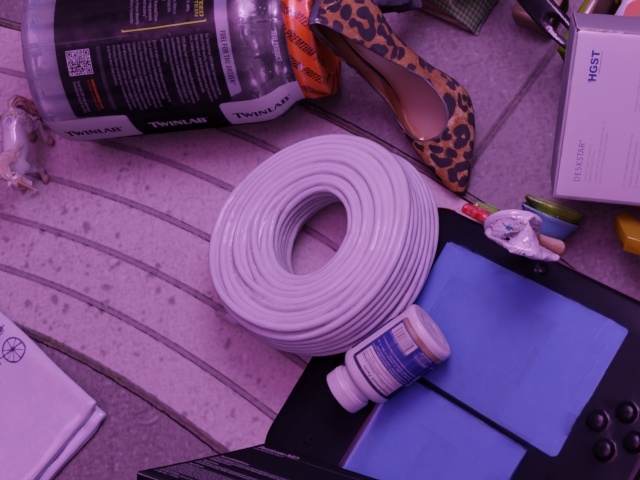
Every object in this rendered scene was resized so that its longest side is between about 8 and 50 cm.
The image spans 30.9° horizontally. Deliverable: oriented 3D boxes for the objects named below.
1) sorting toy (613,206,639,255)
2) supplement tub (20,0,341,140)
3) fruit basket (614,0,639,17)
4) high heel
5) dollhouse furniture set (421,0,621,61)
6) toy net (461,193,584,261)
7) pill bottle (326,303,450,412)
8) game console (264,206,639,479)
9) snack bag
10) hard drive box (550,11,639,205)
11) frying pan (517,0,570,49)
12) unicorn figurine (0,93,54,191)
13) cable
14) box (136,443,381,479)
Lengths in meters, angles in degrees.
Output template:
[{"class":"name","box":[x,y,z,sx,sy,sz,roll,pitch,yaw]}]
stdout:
[{"class":"sorting toy","box":[0.442,0.021,1.164,0.307,0.041,0.229,21,44,19]},{"class":"supplement tub","box":[-0.157,-0.232,1.355,0.338,0.207,0.207,-4,74,13]},{"class":"fruit basket","box":[0.504,-0.251,1.217,0.327,0.165,0.353,33,94,11]},{"class":"high heel","box":[0.075,-0.157,1.272,0.093,0.186,0.261,-17,94,42]},{"class":"dollhouse furniture set","box":[0.210,-0.351,1.326,0.302,0.151,0.197,28,83,20]},{"class":"toy net","box":[0.203,-0.024,1.198,0.122,0.232,0.045,24,101,12]},{"class":"pill bottle","box":[0.068,0.125,1.190,0.120,0.067,0.067,-37,69,14]},{"class":"game console","box":[0.154,0.167,1.187,0.387,0.060,0.342,29,82,38]},{"class":"snack bag","box":[-0.474,0.233,1.393,0.323,0.037,0.342,39,87,20]},{"class":"hard drive box","box":[0.361,-0.128,1.177,0.232,0.089,0.181,6,114,6]},{"class":"frying pan","box":[0.184,-0.356,1.267,0.326,0.053,0.197,30,118,27]},{"class":"unicorn figurine","box":[-0.367,-0.105,1.422,0.060,0.111,0.161,-20,71,7]},{"class":"cable","box":[0.000,0.000,1.275,0.257,0.089,0.257,22,79,38]},{"class":"box","box":[-0.026,0.284,1.122,0.261,0.184,0.103,9,99,41]}]
